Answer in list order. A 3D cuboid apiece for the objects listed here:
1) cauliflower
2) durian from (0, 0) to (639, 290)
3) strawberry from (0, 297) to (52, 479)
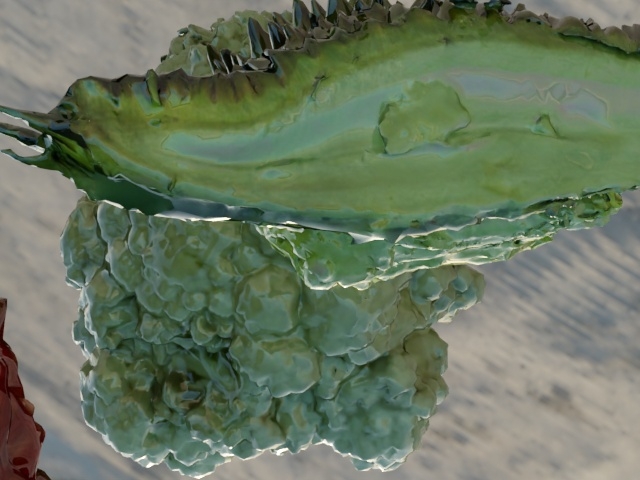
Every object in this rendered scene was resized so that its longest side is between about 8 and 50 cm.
[{"bbox_3d":[0.000,0.012,0.947,0.281,0.327,0.260,17,-142,-51],"label":"cauliflower"},{"bbox_3d":[0.031,-0.049,0.620,0.375,0.132,0.106,-6,174,-7],"label":"durian"},{"bbox_3d":[-0.226,0.102,0.565,0.261,0.257,0.261,21,118,44],"label":"strawberry"}]
